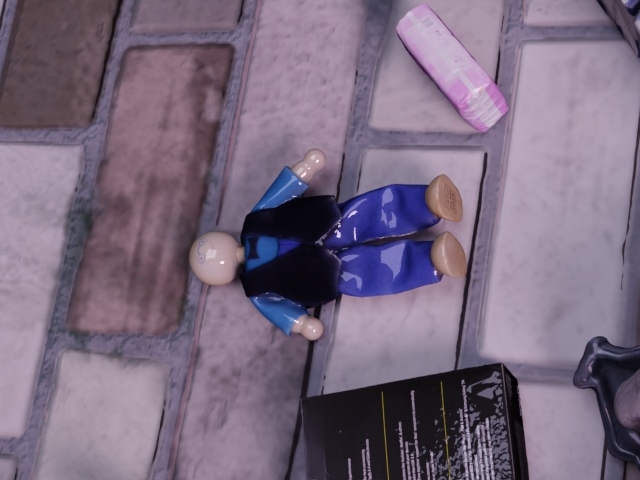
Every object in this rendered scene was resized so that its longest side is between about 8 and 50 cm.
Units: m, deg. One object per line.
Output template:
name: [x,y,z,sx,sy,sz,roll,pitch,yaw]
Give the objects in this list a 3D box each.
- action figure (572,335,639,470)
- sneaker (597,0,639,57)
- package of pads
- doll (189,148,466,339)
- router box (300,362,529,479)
action figure: [0.274,0.152,0.858,0.341,0.178,0.330,5,80,23]
sneaker: [0.254,-0.203,1.042,0.182,0.127,0.315,-28,69,4]
package of pads: [0.087,-0.115,1.101,0.032,0.050,0.083,-38,62,3]
doll: [0.000,0.000,1.091,0.189,0.046,0.129,-10,76,24]
router box: [0.061,0.172,0.999,0.133,0.046,0.179,-11,66,17]
